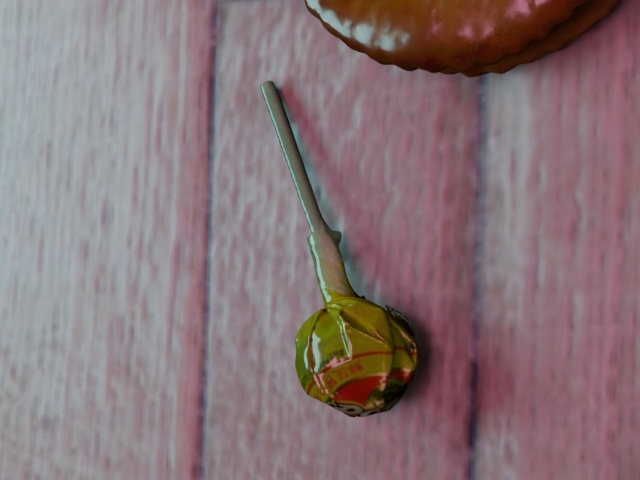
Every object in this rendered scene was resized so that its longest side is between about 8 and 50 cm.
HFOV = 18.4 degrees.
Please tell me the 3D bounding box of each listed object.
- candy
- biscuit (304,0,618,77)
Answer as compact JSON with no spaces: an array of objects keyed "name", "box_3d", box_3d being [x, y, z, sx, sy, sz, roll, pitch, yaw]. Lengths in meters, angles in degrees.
[{"name":"candy","box_3d":[0.000,0.000,1.019,0.058,0.062,0.194,103,152,-64]},{"name":"biscuit","box_3d":[0.068,-0.186,0.958,0.220,0.066,0.220,-1,87,34]}]
